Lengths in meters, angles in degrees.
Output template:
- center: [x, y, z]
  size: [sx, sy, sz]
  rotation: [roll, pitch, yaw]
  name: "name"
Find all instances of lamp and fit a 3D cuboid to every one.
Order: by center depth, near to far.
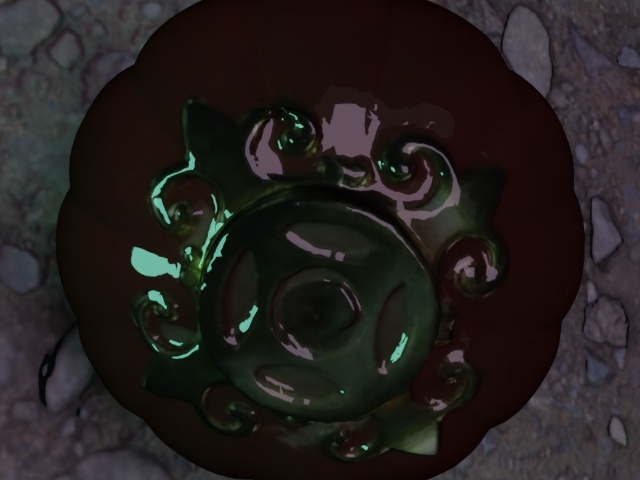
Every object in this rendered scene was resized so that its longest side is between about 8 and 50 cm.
- center: [0.000, 0.000, 0.548]
  size: [0.303, 0.257, 0.303]
  rotation: [0, 104, 0]
  name: "lamp"
